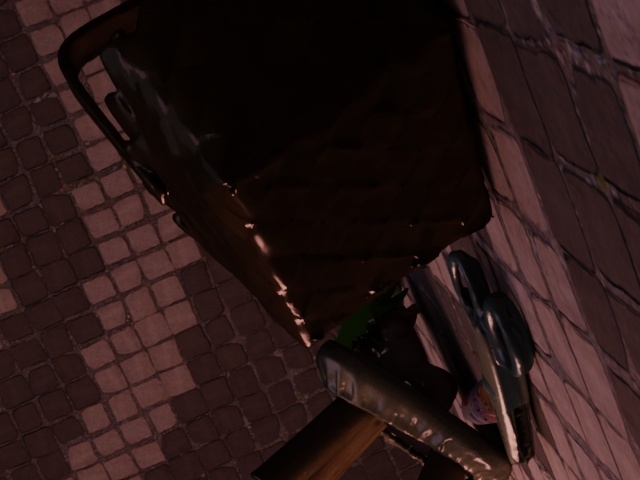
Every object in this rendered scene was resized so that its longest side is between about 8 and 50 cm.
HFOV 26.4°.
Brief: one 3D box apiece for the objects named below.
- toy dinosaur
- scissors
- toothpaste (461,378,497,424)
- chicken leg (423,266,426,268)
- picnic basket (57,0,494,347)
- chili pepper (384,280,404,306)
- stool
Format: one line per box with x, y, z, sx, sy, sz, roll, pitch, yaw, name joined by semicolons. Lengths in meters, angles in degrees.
0.130;0.152;2.027;0.177;0.152;0.194;26;-157;-19;toy dinosaur
0.178;0.131;1.324;0.138;0.041;0.289;52;168;45;scissors
0.194;0.183;1.546;0.194;0.043;0.067;105;144;-77;toothpaste
0.096;-0.014;1.614;0.205;0.053;0.093;78;-167;-45;chicken leg
-0.039;-0.119;1.062;0.321;0.254;0.291;51;169;36;picnic basket
0.091;0.039;2.113;0.088;0.059;0.227;55;172;53;chili pepper
0.079;0.324;1.891;0.310;0.226;0.310;33;166;15;stool
